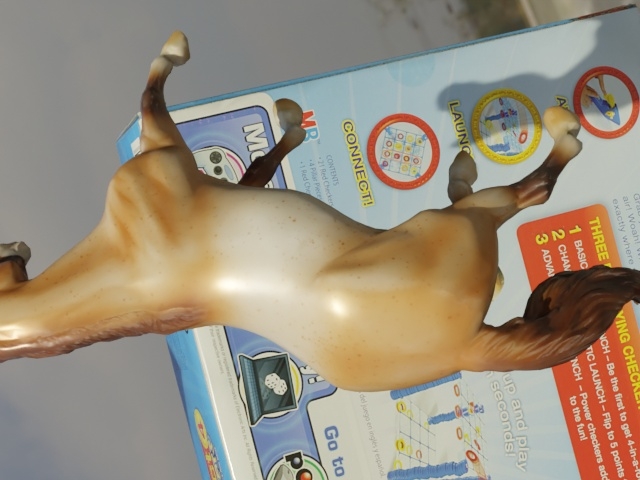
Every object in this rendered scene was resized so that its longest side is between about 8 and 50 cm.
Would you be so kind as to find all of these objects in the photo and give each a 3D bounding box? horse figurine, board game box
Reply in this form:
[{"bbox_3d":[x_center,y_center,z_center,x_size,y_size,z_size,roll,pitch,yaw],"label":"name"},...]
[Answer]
[{"bbox_3d":[0.000,0.000,0.583,0.174,0.263,0.066,-63,-18,-45],"label":"horse figurine"},{"bbox_3d":[0.071,0.049,0.860,0.086,0.301,0.308,162,94,-73],"label":"board game box"}]
